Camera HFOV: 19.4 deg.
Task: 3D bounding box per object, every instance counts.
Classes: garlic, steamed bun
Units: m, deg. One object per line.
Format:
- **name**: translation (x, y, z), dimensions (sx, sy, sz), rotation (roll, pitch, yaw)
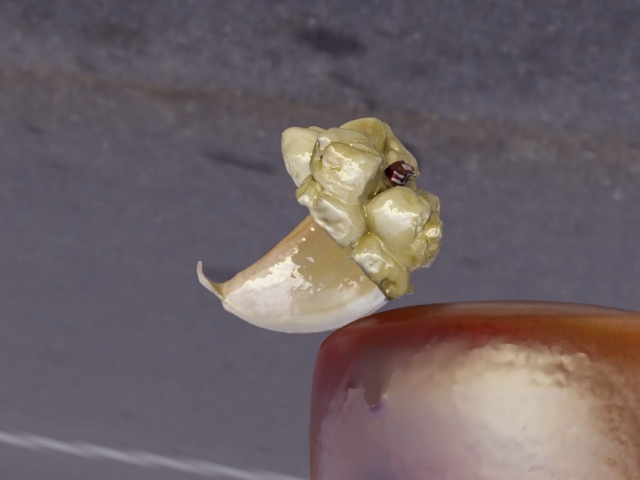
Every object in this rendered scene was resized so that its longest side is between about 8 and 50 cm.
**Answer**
- **garlic**: translation (0.003, 0.013, 1.958), dimensions (0.164, 0.245, 0.145), rotation (57, 169, -31)
- **steamed bun**: translation (0.132, 0.168, 1.553), dimensions (0.248, 0.235, 0.379), rotation (9, 170, -41)
- **steamed bun**: translation (0.047, -0.045, 1.749), dimensions (0.192, 0.106, 0.177), rotation (50, -176, -1)
